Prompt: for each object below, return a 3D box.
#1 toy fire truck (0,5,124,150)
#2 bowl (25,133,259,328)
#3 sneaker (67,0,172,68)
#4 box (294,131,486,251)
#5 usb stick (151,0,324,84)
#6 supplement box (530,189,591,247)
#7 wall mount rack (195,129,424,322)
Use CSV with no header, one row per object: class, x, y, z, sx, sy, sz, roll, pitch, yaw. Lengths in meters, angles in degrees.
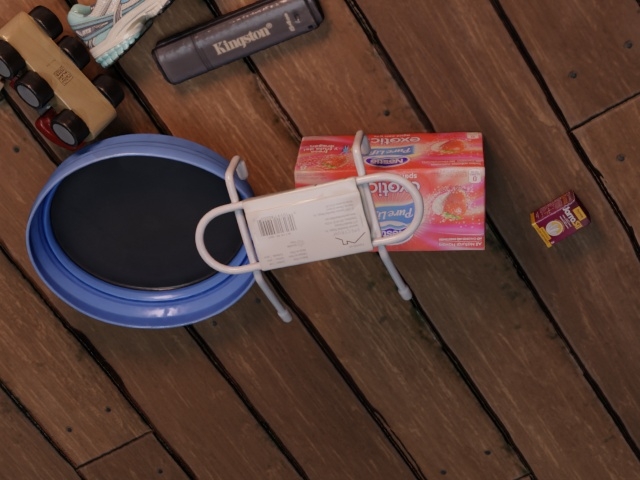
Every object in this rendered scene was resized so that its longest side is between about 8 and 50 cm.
toy fire truck,-0.468,-0.230,1.955,0.217,0.158,0.246,48,153,-18
bowl,-0.285,-0.013,2.021,0.391,0.077,0.391,-2,132,-2
sneaker,-0.281,-0.391,1.856,0.122,0.110,0.283,43,113,-13
box,0.114,-0.076,1.965,0.300,0.142,0.154,0,118,6
usb stick,-0.131,-0.322,1.913,0.278,0.045,0.077,-19,114,14
supplement box,0.396,-0.036,2.017,0.083,0.043,0.055,-33,109,19
wall mount rack,0.000,0.000,1.870,0.350,0.130,0.304,-11,112,12
